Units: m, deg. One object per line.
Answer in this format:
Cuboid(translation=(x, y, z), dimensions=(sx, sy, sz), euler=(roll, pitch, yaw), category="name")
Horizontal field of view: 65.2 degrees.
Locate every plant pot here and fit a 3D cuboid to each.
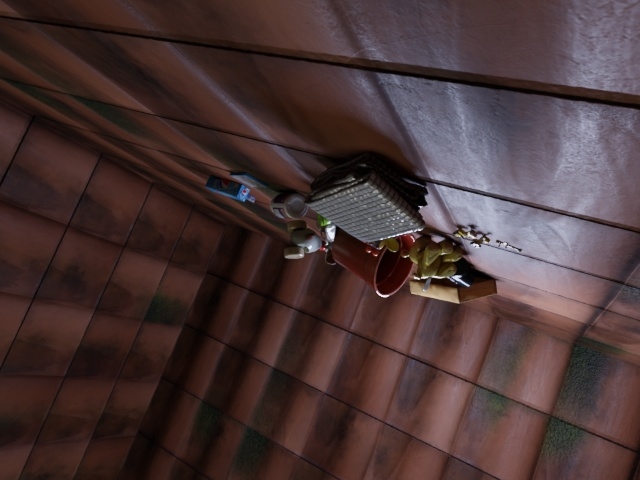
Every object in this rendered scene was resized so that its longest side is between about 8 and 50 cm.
Cuboid(translation=(0.206, 0.050, 2.043), dimensions=(0.265, 0.272, 0.272), euler=(27, 177, 38), category="plant pot")

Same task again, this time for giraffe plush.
Cuboid(translation=(0.404, 0.057, 1.884), dimensions=(0.181, 0.210, 0.170), euler=(22, -157, -30), category="giraffe plush")

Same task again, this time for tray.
Cuboid(translation=(0.611, 0.220, 2.351), dimensions=(0.202, 0.076, 0.411), euler=(-10, -176, -19), category="tray")

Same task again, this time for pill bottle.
Cuboid(translation=(-0.142, -0.147, 2.128), dimensions=(0.108, 0.108, 0.193), euler=(26, 172, -28), category="pill bottle")

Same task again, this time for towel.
Cuboid(translation=(0.127, -0.115, 1.360), dimensions=(0.235, 0.121, 0.283), euler=(34, 153, -25), category="towel")

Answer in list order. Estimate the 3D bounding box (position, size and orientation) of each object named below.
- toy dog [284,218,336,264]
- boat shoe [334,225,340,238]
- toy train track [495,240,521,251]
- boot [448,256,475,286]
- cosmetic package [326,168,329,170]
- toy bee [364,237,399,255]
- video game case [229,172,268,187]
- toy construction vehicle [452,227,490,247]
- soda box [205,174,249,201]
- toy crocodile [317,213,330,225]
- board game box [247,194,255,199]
Cuboid(translation=(0.000, 0.000, 2.115), dimensions=(0.333, 0.220, 0.161), euler=(-16, -176, -42), category="toy dog")
Cuboid(translation=(0.146, -0.008, 2.290), dimensions=(0.104, 0.111, 0.307), euler=(26, 172, -37), category="boat shoe")
Cuboid(translation=(0.587, 0.022, 1.566), dimensions=(0.083, 0.014, 0.048), euler=(21, 173, 3), category="toy train track")
Cuboid(translation=(0.571, 0.126, 2.055), dimensions=(0.207, 0.094, 0.246), euler=(29, 176, -27), category="boot")
Cuboid(translation=(0.060, -0.186, 1.485), dimensions=(0.060, 0.041, 0.115), euler=(26, 172, -23), category="cosmetic package")
Cuboid(translation=(0.178, -0.027, 1.692), dimensions=(0.195, 0.162, 0.298), euler=(23, 165, 11), category="toy bee")
Cuboid(translation=(-0.310, -0.261, 2.164), dimensions=(0.119, 0.015, 0.166), euler=(27, 172, -32), category="video game case")
Cuboid(translation=(0.477, -0.015, 1.577), dimensions=(0.086, 0.035, 0.098), euler=(34, 169, -8), category="toy construction vehicle")
Cuboid(translation=(-0.454, -0.254, 2.435), dimensions=(0.210, 0.067, 0.071), euler=(18, 172, 28), category="soda box")
Cuboid(translation=(0.048, -0.117, 1.824), dimensions=(0.115, 0.105, 0.340), euler=(-13, -179, -5), category="toy crocodile")
Cuboid(translation=(-0.387, -0.229, 2.615), dimensions=(0.090, 0.020, 0.090), euler=(23, 174, -5), category="board game box")
